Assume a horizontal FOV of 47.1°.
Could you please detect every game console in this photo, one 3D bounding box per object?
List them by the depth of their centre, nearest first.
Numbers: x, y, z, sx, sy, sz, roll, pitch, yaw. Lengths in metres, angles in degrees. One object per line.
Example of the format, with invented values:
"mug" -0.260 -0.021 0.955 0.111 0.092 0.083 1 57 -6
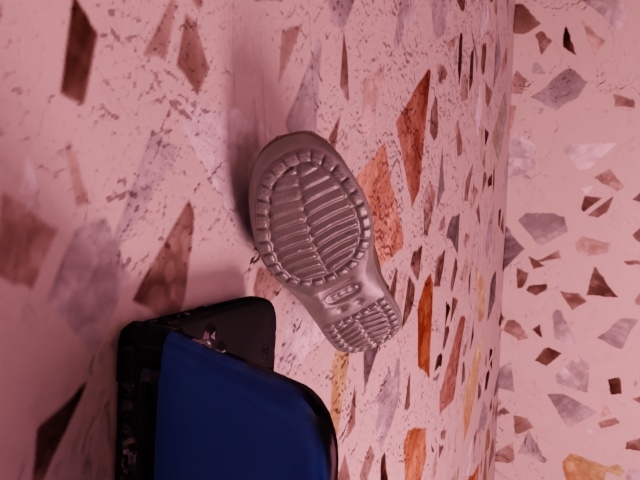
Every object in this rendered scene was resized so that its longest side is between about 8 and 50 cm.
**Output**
"game console" -0.032 0.196 0.447 0.250 0.173 0.293 -6 101 -67

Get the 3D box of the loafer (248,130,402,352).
"loafer" 0.000 0.000 0.621 0.251 0.094 0.087 69 1 -46
